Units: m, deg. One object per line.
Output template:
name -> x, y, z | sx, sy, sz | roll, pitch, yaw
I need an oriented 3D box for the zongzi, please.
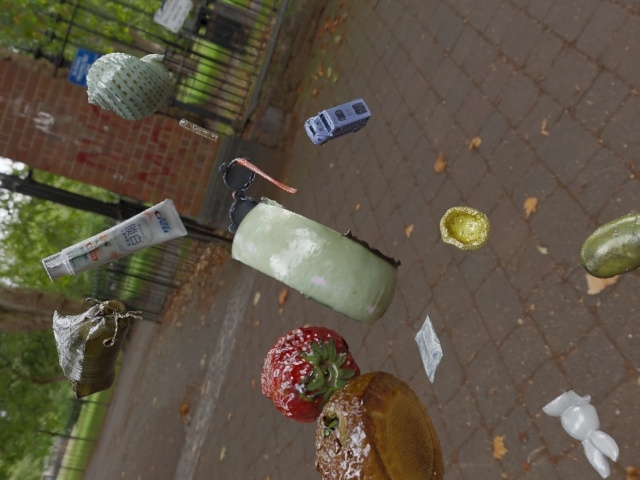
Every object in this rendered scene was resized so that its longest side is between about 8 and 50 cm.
zongzi -> -0.486, 0.158, 1.185 | 0.241, 0.111, 0.247 | 49, 127, 26

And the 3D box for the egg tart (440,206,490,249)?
egg tart -> 0.295, -0.022, 1.185 | 0.039, 0.105, 0.105 | 82, -161, -70

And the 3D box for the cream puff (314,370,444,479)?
cream puff -> 0.101, 0.417, 1.127 | 0.212, 0.303, 0.303 | -26, 42, 30

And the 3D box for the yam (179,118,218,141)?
yam -> -0.437, -0.396, 2.080 | 0.032, 0.145, 0.032 | -156, 90, -85

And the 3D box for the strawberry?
strawberry -> -0.046, 0.355, 1.528 | 0.277, 0.257, 0.257 | -31, 43, 50

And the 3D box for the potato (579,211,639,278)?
potato -> 0.820, 0.013, 1.564 | 0.251, 0.149, 0.113 | -38, 5, 33

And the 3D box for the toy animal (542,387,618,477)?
toy animal -> 0.716, 0.505, 1.537 | 0.221, 0.131, 0.103 | 53, 131, 33

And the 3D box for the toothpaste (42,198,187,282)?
toothpaste -> -0.482, 0.005, 1.364 | 0.100, 0.323, 0.066 | 64, 158, -1

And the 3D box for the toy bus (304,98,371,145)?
toy bus -> 0.045, -0.310, 1.495 | 0.073, 0.167, 0.076 | 62, 153, 6

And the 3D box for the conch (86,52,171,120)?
conch -> -0.452, -0.364, 1.368 | 0.200, 0.172, 0.131 | -24, 29, 7

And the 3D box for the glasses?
glasses -> -0.168, -0.093, 1.600 | 0.268, 0.118, 0.234 | 32, 134, 48

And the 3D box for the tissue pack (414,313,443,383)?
tissue pack -> 0.338, 0.334, 1.805 | 0.193, 0.026, 0.122 | -99, 18, -55

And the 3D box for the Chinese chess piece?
Chinese chess piece -> -0.009, 0.045, 1.196 | 0.146, 0.349, 0.349 | -64, 17, -5
